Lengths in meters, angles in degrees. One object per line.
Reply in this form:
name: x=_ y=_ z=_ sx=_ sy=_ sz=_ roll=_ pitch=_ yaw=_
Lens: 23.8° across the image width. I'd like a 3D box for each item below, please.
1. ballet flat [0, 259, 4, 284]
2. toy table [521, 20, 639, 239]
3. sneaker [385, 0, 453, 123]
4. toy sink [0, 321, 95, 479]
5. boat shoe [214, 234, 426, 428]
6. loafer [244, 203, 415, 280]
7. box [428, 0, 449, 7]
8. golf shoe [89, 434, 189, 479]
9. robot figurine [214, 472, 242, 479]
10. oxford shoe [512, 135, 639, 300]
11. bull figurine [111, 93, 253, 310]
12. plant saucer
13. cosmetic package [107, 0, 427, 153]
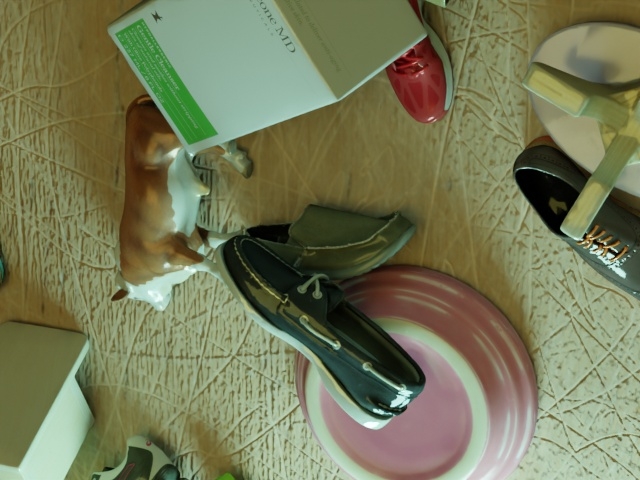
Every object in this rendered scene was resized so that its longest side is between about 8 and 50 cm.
ballet flat: x=-0.578 y=-0.055 z=2.147 sx=0.116 sy=0.124 sz=0.342 roll=-22 pitch=98 yaw=30
toy table: x=0.341 y=-0.127 z=1.649 sx=0.274 sy=0.161 sz=0.252 roll=21 pitch=109 yaw=13
sneaker: x=0.081 y=-0.231 z=1.765 sx=0.087 sy=0.128 sz=0.221 roll=-14 pitch=101 yaw=30
toy sink: x=-0.424 y=0.253 z=2.168 sx=0.152 sy=0.234 sz=0.131 roll=7 pitch=141 yaw=20
boat shoe: x=0.003 y=0.092 z=1.846 sx=0.302 sy=0.114 sz=0.091 roll=43 pitch=120 yaw=-4
loafer: x=0.000 y=0.000 z=1.910 sx=0.251 sy=0.094 sz=0.087 roll=-14 pitch=106 yaw=29
box: x=0.087 y=-0.365 z=1.714 sx=0.201 sy=0.021 sz=0.164 roll=24 pitch=73 yaw=15
golf shoe: x=-0.298 y=0.396 z=2.211 sx=0.273 sy=0.105 sz=0.120 roll=-45 pitch=71 yaw=25
robot figurine: x=-0.114 y=0.383 z=2.121 sx=0.115 sy=0.067 sz=0.101 roll=54 pitch=149 yaw=-1
oxford shoe: x=0.323 y=-0.002 z=1.752 sx=0.271 sy=0.098 sz=0.097 roll=42 pitch=121 yaw=6
bull figurine: x=-0.190 y=-0.035 z=1.986 sx=0.188 sy=0.101 sz=0.310 roll=9 pitch=114 yaw=18
plant saucer: x=0.109 y=0.199 z=1.939 sx=0.332 sy=0.084 sz=0.332 roll=9 pitch=112 yaw=23
cosmetic package: x=-0.070 y=-0.240 z=1.720 sx=0.197 sy=0.155 sz=0.365 roll=57 pitch=153 yaw=-11
